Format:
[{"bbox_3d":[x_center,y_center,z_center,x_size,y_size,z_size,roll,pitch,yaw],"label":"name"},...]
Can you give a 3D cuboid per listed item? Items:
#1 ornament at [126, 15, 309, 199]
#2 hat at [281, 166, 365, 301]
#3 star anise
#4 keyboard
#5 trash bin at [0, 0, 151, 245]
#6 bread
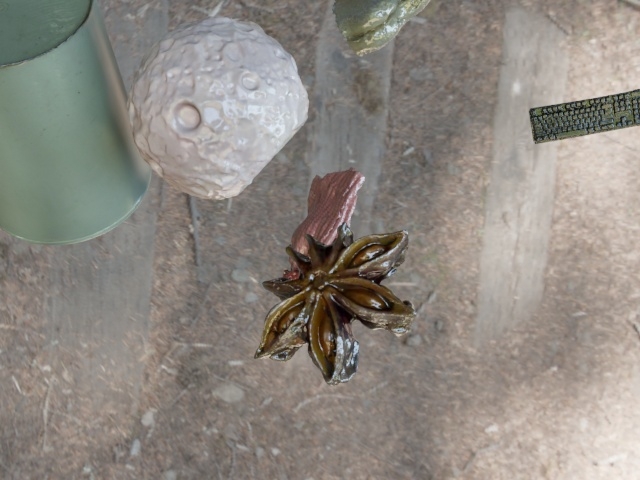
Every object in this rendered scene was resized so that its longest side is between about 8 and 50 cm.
[{"bbox_3d":[-0.149,-0.193,1.130,0.225,0.259,0.259,41,78,-6],"label":"ornament"},{"bbox_3d":[0.000,0.000,1.552,0.107,0.236,0.286,24,77,-13],"label":"hat"},{"bbox_3d":[0.029,0.084,1.048,0.099,0.219,0.214,30,62,-65],"label":"star anise"},{"bbox_3d":[0.522,-0.239,1.530,0.231,0.023,0.072,-8,99,16],"label":"keyboard"},{"bbox_3d":[-0.424,-0.192,1.221,0.280,0.280,0.432,-30,151,-19],"label":"trash bin"},{"bbox_3d":[0.129,-0.472,1.483,0.183,0.337,0.102,-20,124,23],"label":"bread"}]
